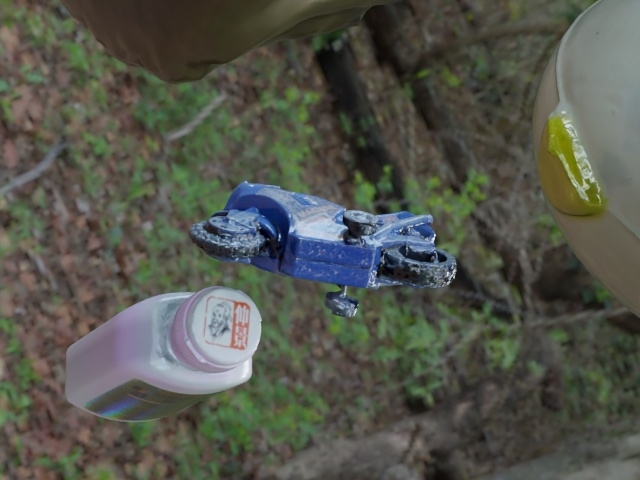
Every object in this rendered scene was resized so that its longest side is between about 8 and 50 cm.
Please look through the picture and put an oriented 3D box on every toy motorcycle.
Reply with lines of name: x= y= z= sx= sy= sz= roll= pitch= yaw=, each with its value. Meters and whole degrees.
toy motorcycle: x=0.000 y=0.000 z=1.017 sx=0.114 sy=0.205 sz=0.076 roll=-116 pitch=-144 yaw=-68

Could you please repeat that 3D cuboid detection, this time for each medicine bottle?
medicine bottle: x=-0.120 y=0.091 z=1.081 sx=0.115 sy=0.219 sz=0.078 roll=10 pitch=70 yaw=-27

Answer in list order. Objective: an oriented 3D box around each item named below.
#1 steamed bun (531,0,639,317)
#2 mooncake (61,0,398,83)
steamed bun: x=0.359 y=-0.065 z=1.160 sx=0.374 sy=0.334 sz=0.334 roll=37 pitch=15 yaw=7
mooncake: x=-0.055 y=-0.256 z=0.721 sx=0.324 sy=0.187 sz=0.324 roll=37 pitch=-44 yaw=46
